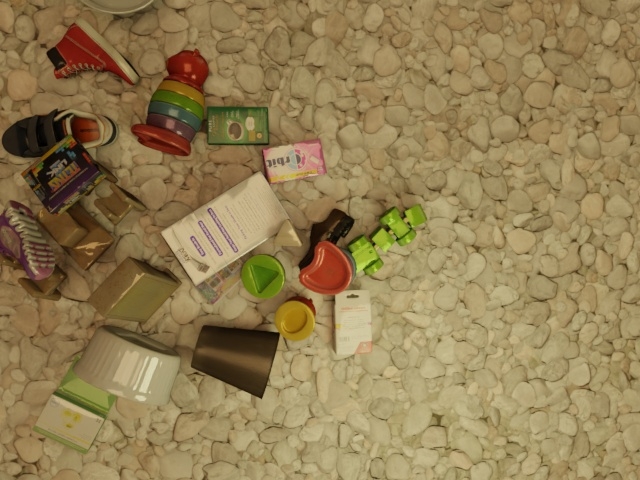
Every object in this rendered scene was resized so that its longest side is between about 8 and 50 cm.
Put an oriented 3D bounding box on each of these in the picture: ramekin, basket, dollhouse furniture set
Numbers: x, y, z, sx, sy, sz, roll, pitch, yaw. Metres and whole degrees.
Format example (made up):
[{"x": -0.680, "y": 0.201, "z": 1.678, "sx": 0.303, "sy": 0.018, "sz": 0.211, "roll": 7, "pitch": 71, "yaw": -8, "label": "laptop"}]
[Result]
[{"x": -0.525, "y": 0.340, "z": 1.583, "sx": 0.277, "sy": 0.277, "sz": 0.135, "roll": 23, "pitch": 82, "yaw": -8, "label": "ramekin"}, {"x": -0.254, "y": 0.339, "z": 1.680, "sx": 0.226, "sy": 0.154, "sz": 0.205, "roll": 17, "pitch": 89, "yaw": -5, "label": "basket"}, {"x": -0.622, "y": 0.035, "z": 1.613, "sx": 0.394, "sy": 0.256, "sz": 0.362, "roll": 42, "pitch": 86, "yaw": 13, "label": "dollhouse furniture set"}]

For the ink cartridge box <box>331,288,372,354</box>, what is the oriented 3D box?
[{"x": 0.096, "y": 0.247, "z": 1.761, "sx": 0.115, "sy": 0.067, "sz": 0.198, "roll": -2, "pitch": 95, "yaw": -8, "label": "ink cartridge box"}]

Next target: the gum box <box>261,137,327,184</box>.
[{"x": -0.084, "y": -0.235, "z": 1.715, "sx": 0.188, "sy": 0.062, "sz": 0.107, "roll": -12, "pitch": 94, "yaw": -7, "label": "gum box"}]

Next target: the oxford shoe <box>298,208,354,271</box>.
[{"x": 0.000, "y": 0.000, "z": 1.741, "sx": 0.096, "sy": 0.083, "sz": 0.227, "roll": 39, "pitch": 91, "yaw": 18, "label": "oxford shoe"}]

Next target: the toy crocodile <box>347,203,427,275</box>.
[{"x": 0.182, "y": 0.001, "z": 1.752, "sx": 0.340, "sy": 0.105, "sz": 0.115, "roll": -40, "pitch": 98, "yaw": 0, "label": "toy crocodile"}]

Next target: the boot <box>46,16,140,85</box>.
[{"x": -0.648, "y": -0.487, "z": 1.616, "sx": 0.244, "sy": 0.088, "sz": 0.176, "roll": 42, "pitch": 87, "yaw": 0, "label": "boot"}]

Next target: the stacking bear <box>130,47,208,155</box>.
[{"x": -0.405, "y": -0.403, "z": 1.622, "sx": 0.164, "sy": 0.175, "sz": 0.289, "roll": 17, "pitch": 83, "yaw": -6, "label": "stacking bear"}]

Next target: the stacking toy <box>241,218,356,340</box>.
[{"x": -0.061, "y": 0.101, "z": 1.682, "sx": 0.279, "sy": 0.130, "sz": 0.309, "roll": 42, "pitch": 105, "yaw": 3, "label": "stacking toy"}]

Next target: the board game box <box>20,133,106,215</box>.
[{"x": -0.678, "y": -0.173, "z": 1.504, "sx": 0.170, "sy": 0.048, "sz": 0.141, "roll": -41, "pitch": 78, "yaw": -2, "label": "board game box"}]

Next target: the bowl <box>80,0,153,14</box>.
[{"x": -0.560, "y": -0.759, "z": 1.588, "sx": 0.297, "sy": 0.134, "sz": 0.298, "roll": 0, "pitch": 92, "yaw": -8, "label": "bowl"}]

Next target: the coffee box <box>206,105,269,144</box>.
[{"x": -0.246, "y": -0.341, "z": 1.699, "sx": 0.184, "sy": 0.040, "sz": 0.113, "roll": -3, "pitch": 93, "yaw": -8, "label": "coffee box"}]

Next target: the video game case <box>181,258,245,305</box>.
[{"x": -0.314, "y": 0.093, "z": 1.722, "sx": 0.157, "sy": 0.019, "sz": 0.143, "roll": -43, "pitch": 98, "yaw": -5, "label": "video game case"}]

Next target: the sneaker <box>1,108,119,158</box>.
[{"x": -0.741, "y": -0.303, "z": 1.592, "sx": 0.320, "sy": 0.127, "sz": 0.126, "roll": -11, "pitch": 96, "yaw": -6, "label": "sneaker"}]

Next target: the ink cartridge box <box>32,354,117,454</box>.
[{"x": -0.703, "y": 0.480, "z": 1.670, "sx": 0.171, "sy": 0.056, "sz": 0.235, "roll": 29, "pitch": 91, "yaw": -8, "label": "ink cartridge box"}]

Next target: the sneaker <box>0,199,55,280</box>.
[{"x": -0.771, "y": 0.015, "z": 1.463, "sx": 0.104, "sy": 0.095, "sz": 0.236, "roll": -36, "pitch": 70, "yaw": 4, "label": "sneaker"}]

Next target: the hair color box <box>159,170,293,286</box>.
[{"x": -0.273, "y": -0.036, "z": 1.664, "sx": 0.338, "sy": 0.110, "sz": 0.185, "roll": -33, "pitch": 97, "yaw": -13, "label": "hair color box"}]
